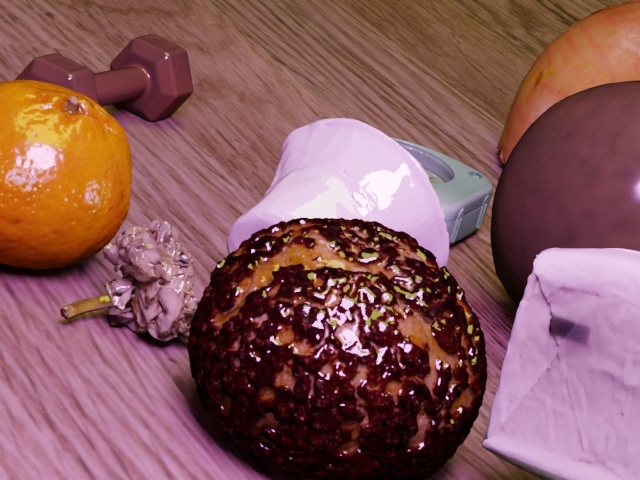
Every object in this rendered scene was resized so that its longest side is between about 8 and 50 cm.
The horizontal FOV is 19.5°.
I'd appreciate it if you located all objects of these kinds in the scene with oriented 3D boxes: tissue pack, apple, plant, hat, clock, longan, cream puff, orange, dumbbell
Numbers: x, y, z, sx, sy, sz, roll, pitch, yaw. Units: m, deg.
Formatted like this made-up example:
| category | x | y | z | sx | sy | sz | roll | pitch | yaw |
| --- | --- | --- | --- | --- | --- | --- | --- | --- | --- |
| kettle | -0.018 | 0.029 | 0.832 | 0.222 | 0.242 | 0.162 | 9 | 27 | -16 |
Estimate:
| category | x | y | z | sx | sy | sz | roll | pitch | yaw |
| --- | --- | --- | --- | --- | --- | --- | --- | --- | --- |
| tissue pack | 0.341 | 0.128 | 1.417 | 0.356 | 0.193 | 0.266 | 10 | 5 | -37 |
| apple | 0.371 | -0.120 | 2.125 | 0.252 | 0.314 | 0.309 | 55 | 9 | -23 |
| plant | -0.155 | 0.046 | 1.530 | 0.122 | 0.104 | 0.116 | -22 | -7 | -11 |
| hat | 0.000 | 0.000 | 1.616 | 0.203 | 0.203 | 0.126 | 29 | 42 | 27 |
| clock | 0.077 | -0.060 | 1.935 | 0.189 | 0.060 | 0.148 | 26 | 24 | 22 |
| longan | 0.296 | -0.007 | 1.691 | 0.297 | 0.297 | 0.297 | 15 | 22 | -6 |
| cream puff | 0.018 | 0.077 | 1.418 | 0.239 | 0.164 | 0.239 | 15 | 28 | -8 |
| orange | -0.245 | -0.057 | 1.572 | 0.178 | 0.155 | 0.177 | 24 | 6 | -3 |
| dumbbell | -0.222 | -0.156 | 1.916 | 0.092 | 0.082 | 0.231 | 26 | 24 | 23 |
